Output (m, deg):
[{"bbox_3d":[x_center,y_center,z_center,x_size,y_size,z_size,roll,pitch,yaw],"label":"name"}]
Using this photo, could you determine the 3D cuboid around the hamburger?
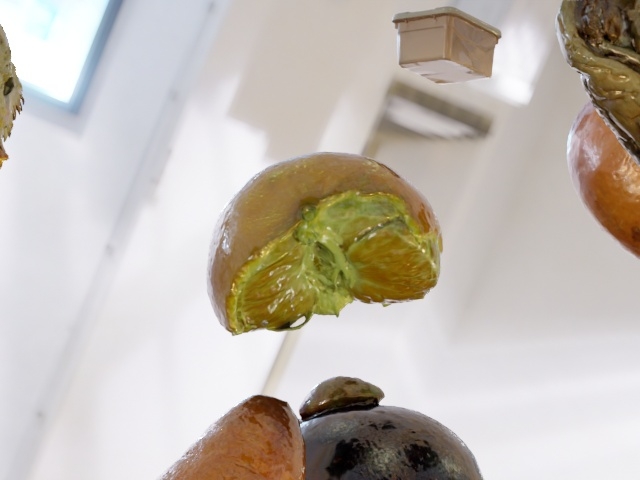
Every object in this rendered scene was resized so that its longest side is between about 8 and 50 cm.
[{"bbox_3d":[0.270,-0.135,1.393,0.206,0.130,0.183,43,-133,-6],"label":"hamburger"}]

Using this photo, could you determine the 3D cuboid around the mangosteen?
[{"bbox_3d":[0.045,0.291,1.971,0.288,0.288,0.288,22,-174,-3],"label":"mangosteen"}]

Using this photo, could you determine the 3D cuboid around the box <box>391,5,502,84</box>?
[{"bbox_3d":[0.144,-0.222,2.081,0.089,0.062,0.122,-4,167,35],"label":"box"}]

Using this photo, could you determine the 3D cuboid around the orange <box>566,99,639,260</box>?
[{"bbox_3d":[0.358,-0.076,1.876,0.224,0.170,0.224,41,-157,-21],"label":"orange"}]

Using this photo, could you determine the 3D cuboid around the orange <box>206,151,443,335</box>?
[{"bbox_3d":[-0.004,-0.004,1.778,0.237,0.158,0.179,-17,155,-4],"label":"orange"}]

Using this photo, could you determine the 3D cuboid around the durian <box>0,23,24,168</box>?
[{"bbox_3d":[-0.300,-0.134,1.466,0.208,0.102,0.146,58,-161,20],"label":"durian"}]

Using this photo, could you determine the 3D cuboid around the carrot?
[{"bbox_3d":[-0.082,0.245,1.674,0.159,0.225,0.159,26,159,11],"label":"carrot"}]
